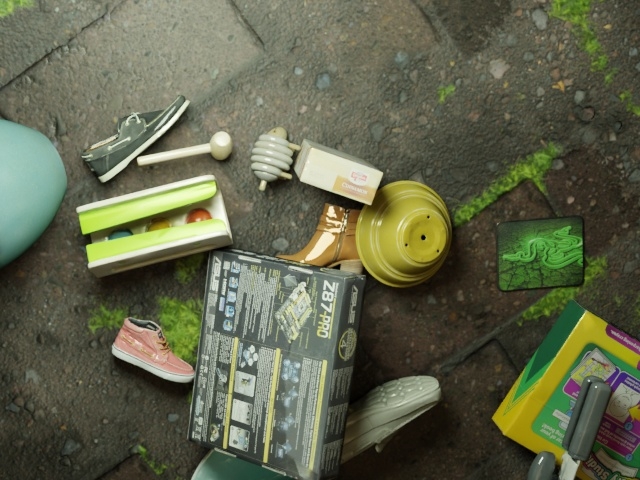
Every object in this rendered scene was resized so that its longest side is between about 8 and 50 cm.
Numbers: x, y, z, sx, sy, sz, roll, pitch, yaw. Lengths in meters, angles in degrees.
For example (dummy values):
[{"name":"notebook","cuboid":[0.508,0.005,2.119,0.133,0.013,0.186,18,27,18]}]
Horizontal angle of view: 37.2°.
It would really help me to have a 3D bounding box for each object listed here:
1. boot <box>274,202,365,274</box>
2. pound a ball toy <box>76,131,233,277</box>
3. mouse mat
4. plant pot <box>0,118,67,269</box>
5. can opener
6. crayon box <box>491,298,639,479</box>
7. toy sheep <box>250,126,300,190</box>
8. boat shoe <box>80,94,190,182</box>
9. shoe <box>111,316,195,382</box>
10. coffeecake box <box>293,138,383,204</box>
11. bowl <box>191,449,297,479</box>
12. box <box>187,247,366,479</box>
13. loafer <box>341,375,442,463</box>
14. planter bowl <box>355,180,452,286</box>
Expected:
[{"name":"boot","cuboid":[0.000,0.000,1.911,0.197,0.073,0.152,6,96,-10]},{"name":"pound a ball toy","cuboid":[-0.303,-0.066,1.848,0.319,0.136,0.208,-15,77,-3]},{"name":"mouse mat","cuboid":[0.460,0.027,1.991,0.189,0.007,0.153,-5,102,-6]},{"name":"plant pot","cuboid":[-0.586,-0.107,1.745,0.195,0.290,0.290,-30,106,-37]},{"name":"can opener","cuboid":[0.500,0.408,1.930,0.095,0.076,0.284,14,100,-8]},{"name":"crayon box","cuboid":[0.604,0.352,2.021,0.363,0.106,0.313,31,98,-10]},{"name":"toy sheep","cuboid":[-0.094,-0.159,1.857,0.091,0.091,0.132,16,81,-9]},{"name":"boat shoe","cuboid":[-0.352,-0.209,1.820,0.233,0.084,0.079,-37,103,5]},{"name":"shoe","cuboid":[-0.327,0.220,1.918,0.178,0.063,0.081,23,103,-6]},{"name":"coffeecake box","cuboid":[0.030,-0.134,1.822,0.142,0.185,0.068,19,99,-9]},{"name":"bowl","cuboid":[-0.102,0.543,1.915,0.311,0.311,0.163,-36,142,2]},{"name":"box","cuboid":[-0.092,0.232,1.829,0.318,0.097,0.395,10,95,33]},{"name":"loafer","cuboid":[0.111,0.382,1.979,0.319,0.112,0.111,-25,108,7]},{"name":"planter bowl","cuboid":[0.186,-0.008,1.884,0.217,0.090,0.217,-2,97,-22]}]
